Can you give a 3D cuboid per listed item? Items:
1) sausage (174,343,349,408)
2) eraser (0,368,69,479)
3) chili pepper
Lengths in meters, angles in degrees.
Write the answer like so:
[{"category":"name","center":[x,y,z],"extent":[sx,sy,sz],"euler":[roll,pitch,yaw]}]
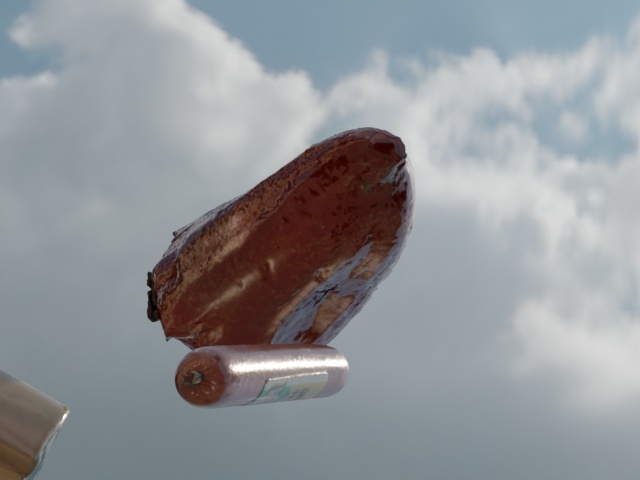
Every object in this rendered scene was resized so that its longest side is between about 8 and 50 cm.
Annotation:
[{"category":"sausage","center":[-0.025,0.065,0.951],"extent":[0.029,0.223,0.029],"euler":[-1,-93,17]},{"category":"eraser","center":[-0.291,0.072,1.062],"extent":[0.290,0.087,0.171],"euler":[30,-36,-3]},{"category":"chili pepper","center":[0.000,0.000,1.359],"extent":[0.144,0.136,0.252],"euler":[40,-43,-11]}]
